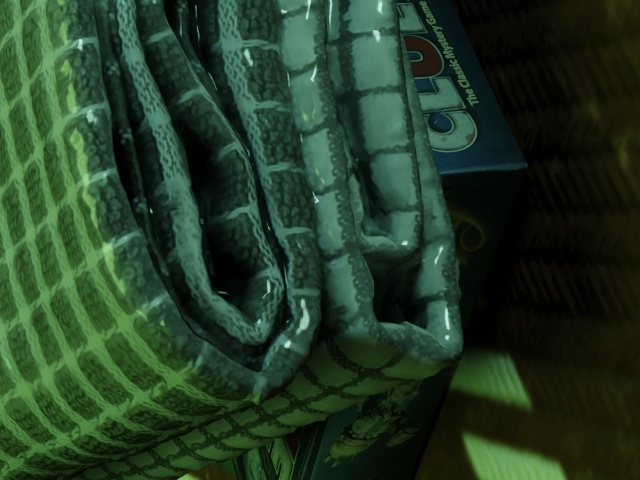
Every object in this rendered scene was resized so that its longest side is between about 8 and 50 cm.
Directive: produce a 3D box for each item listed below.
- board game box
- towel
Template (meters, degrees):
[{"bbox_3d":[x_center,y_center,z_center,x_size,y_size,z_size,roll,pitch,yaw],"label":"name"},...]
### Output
[{"bbox_3d":[0.000,0.000,0.627,0.243,0.042,0.165,105,154,-46],"label":"board game box"},{"bbox_3d":[-0.083,-0.065,0.535,0.235,0.121,0.284,-32,67,56],"label":"towel"}]
